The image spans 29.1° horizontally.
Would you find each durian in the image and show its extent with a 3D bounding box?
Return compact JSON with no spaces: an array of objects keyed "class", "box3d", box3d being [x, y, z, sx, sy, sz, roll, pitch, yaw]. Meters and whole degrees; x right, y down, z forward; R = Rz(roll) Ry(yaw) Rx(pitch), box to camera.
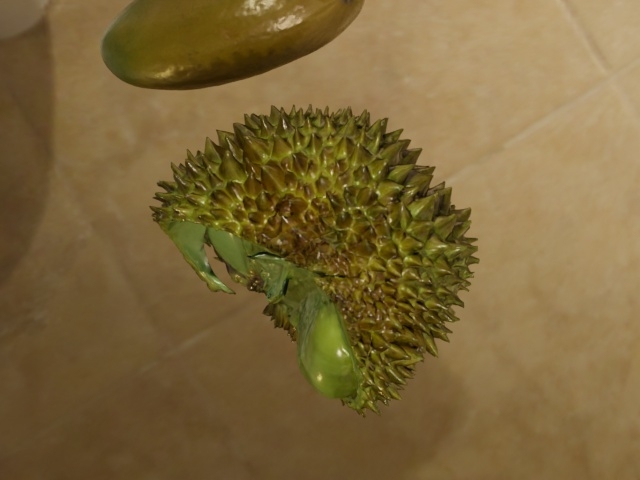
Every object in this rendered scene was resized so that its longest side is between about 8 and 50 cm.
[{"class":"durian","box3d":[0.003,0.001,0.871,0.237,0.176,0.200,27,140,37]}]

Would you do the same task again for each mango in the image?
[{"class":"mango","box3d":[-0.076,-0.177,0.995,0.237,0.137,0.091,-22,117,14]}]
